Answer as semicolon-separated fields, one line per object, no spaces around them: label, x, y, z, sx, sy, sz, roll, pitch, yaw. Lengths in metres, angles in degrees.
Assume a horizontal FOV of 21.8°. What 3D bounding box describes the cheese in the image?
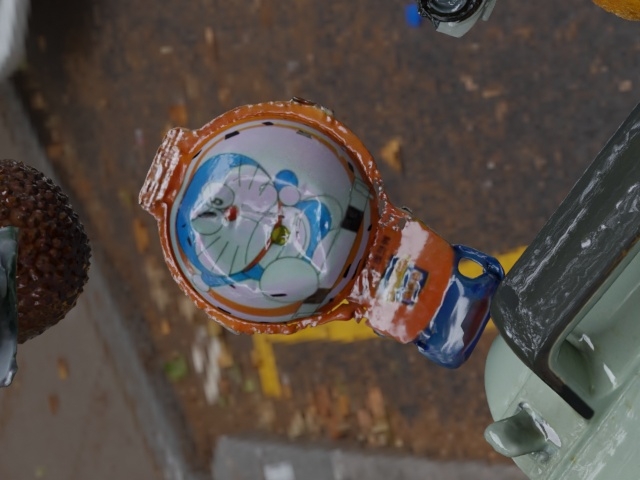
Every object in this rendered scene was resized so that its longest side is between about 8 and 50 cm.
cheese;0.000;0.000;1.474;0.217;0.329;0.129;-63;0;4

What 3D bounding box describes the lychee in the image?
lychee;-0.313;0.013;1.588;0.194;0.194;0.194;170;90;-66

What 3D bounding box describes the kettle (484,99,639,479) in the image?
kettle;0.259;0.016;1.114;0.250;0.361;0.377;57;137;33

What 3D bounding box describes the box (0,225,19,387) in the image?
box;-0.376;0.007;1.149;0.264;0.336;0.106;-113;29;-64

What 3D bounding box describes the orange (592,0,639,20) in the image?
orange;0.210;-0.192;0.988;0.135;0.117;0.135;-25;50;33

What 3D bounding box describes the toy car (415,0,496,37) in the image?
toy car;0.177;-0.367;1.754;0.193;0.118;0.301;-88;20;-51
